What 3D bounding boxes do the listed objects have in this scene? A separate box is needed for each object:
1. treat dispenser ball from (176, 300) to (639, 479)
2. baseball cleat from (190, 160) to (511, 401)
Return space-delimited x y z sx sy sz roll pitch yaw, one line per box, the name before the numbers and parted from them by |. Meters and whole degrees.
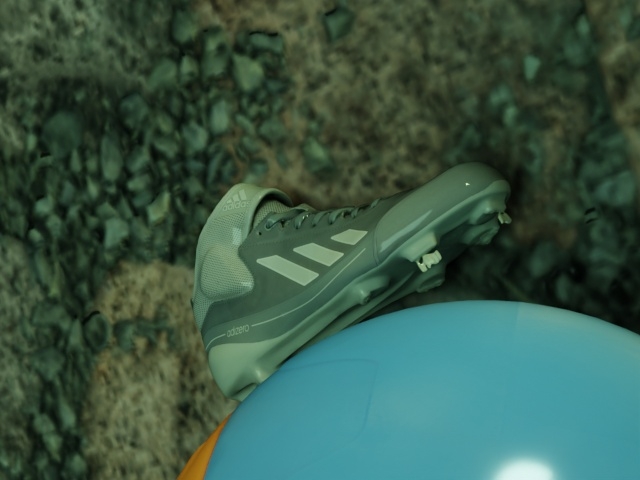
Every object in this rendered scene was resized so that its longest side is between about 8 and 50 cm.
treat dispenser ball | 0.067 0.168 0.631 0.288 0.288 0.288 7 103 36
baseball cleat | 0.000 0.000 0.789 0.206 0.072 0.109 -39 68 31
